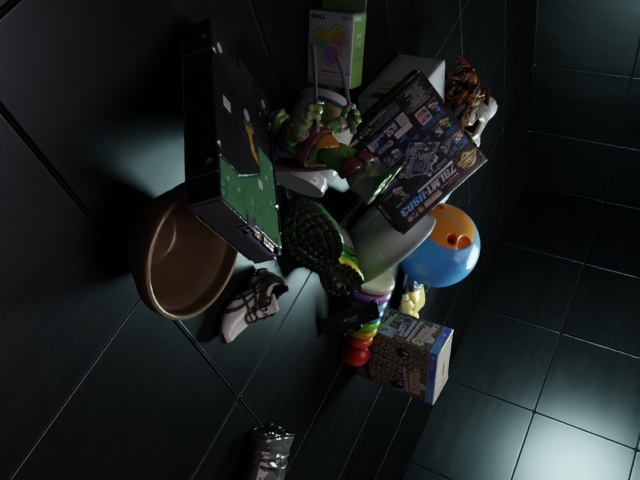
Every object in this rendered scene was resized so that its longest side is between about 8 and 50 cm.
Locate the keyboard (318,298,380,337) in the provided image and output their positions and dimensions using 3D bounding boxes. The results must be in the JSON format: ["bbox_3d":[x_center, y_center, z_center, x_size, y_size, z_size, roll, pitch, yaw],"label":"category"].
[{"bbox_3d":[0.087,0.233,1.812,0.180,0.023,0.108,-19,130,-6],"label":"keyboard"}]

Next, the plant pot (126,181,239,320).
[{"bbox_3d":[-0.243,0.006,1.043,0.237,0.109,0.237,-39,137,-48],"label":"plant pot"}]

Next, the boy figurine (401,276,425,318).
[{"bbox_3d":[0.349,0.213,2.366,0.177,0.092,0.285,-32,133,-54],"label":"boy figurine"}]

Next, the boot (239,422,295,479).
[{"bbox_3d":[-0.111,0.618,1.675,0.338,0.118,0.223,49,56,-65],"label":"boot"}]

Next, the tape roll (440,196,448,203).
[{"bbox_3d":[0.404,-0.267,2.182,0.286,0.100,0.286,-42,140,-48],"label":"tape roll"}]

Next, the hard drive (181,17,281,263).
[{"bbox_3d":[-0.144,-0.156,1.020,0.237,0.064,0.339,48,30,-61],"label":"hard drive"}]

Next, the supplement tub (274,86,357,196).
[{"bbox_3d":[-0.014,-0.209,1.332,0.200,0.144,0.144,-68,154,-10],"label":"supplement tub"}]

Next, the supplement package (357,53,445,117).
[{"bbox_3d":[0.231,-0.363,1.728,0.262,0.145,0.204,-52,147,-38],"label":"supplement package"}]

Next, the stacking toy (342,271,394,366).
[{"bbox_3d":[0.128,0.250,1.925,0.141,0.141,0.330,-30,137,-55],"label":"stacking toy"}]

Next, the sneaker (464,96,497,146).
[{"bbox_3d":[0.466,-0.349,1.995,0.111,0.103,0.252,-38,154,-43],"label":"sneaker"}]

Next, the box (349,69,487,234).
[{"bbox_3d":[0.218,-0.217,1.551,0.295,0.073,0.293,-42,109,2],"label":"box"}]

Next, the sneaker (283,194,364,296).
[{"bbox_3d":[0.000,0.000,1.547,0.343,0.134,0.146,59,16,-48],"label":"sneaker"}]

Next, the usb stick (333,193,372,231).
[{"bbox_3d":[0.111,-0.102,1.759,0.278,0.045,0.077,-48,153,-42],"label":"usb stick"}]

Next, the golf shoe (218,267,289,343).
[{"bbox_3d":[-0.143,0.145,1.345,0.198,0.093,0.077,-56,151,-28],"label":"golf shoe"}]

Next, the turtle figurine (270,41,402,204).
[{"bbox_3d":[0.041,-0.214,1.162,0.275,0.266,0.198,-50,174,-6],"label":"turtle figurine"}]

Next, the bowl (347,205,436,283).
[{"bbox_3d":[0.168,-0.018,1.747,0.134,0.298,0.298,51,46,-8],"label":"bowl"}]

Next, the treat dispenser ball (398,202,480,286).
[{"bbox_3d":[0.395,0.015,2.110,0.288,0.288,0.288,-41,140,-48],"label":"treat dispenser ball"}]

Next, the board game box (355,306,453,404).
[{"bbox_3d":[0.279,0.380,2.095,0.141,0.291,0.232,-44,141,-45],"label":"board game box"}]

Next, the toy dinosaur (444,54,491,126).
[{"bbox_3d":[0.418,-0.460,1.926,0.322,0.218,0.164,-63,150,-58],"label":"toy dinosaur"}]

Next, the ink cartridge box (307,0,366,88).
[{"bbox_3d":[0.035,-0.441,1.332,0.062,0.109,0.209,-36,136,-53],"label":"ink cartridge box"}]
